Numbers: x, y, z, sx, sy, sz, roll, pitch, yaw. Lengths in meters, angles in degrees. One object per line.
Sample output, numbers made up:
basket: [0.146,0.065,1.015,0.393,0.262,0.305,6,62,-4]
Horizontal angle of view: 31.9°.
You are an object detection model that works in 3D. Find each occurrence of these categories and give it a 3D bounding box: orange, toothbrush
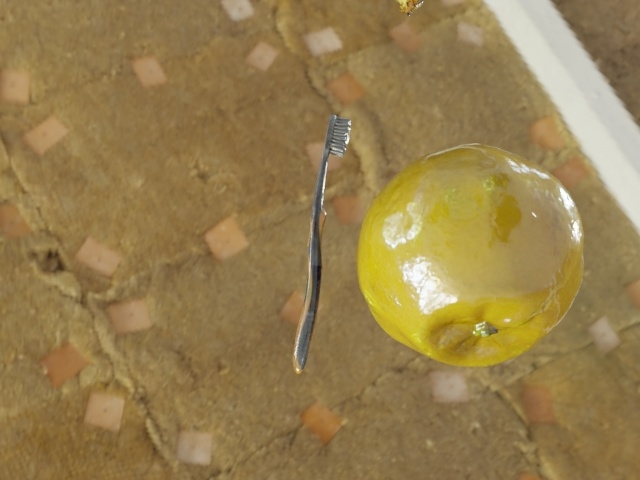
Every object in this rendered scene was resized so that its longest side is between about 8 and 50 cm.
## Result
orange: [0.179,0.024,1.333,0.279,0.279,0.235,1,-140,-18]
toothbrush: [-0.003,0.000,1.320,0.031,0.023,0.321,9,-106,7]

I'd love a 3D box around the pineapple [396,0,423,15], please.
pineapple: [0.088,-0.266,0.981,0.077,0.114,0.114,34,-148,-16]
